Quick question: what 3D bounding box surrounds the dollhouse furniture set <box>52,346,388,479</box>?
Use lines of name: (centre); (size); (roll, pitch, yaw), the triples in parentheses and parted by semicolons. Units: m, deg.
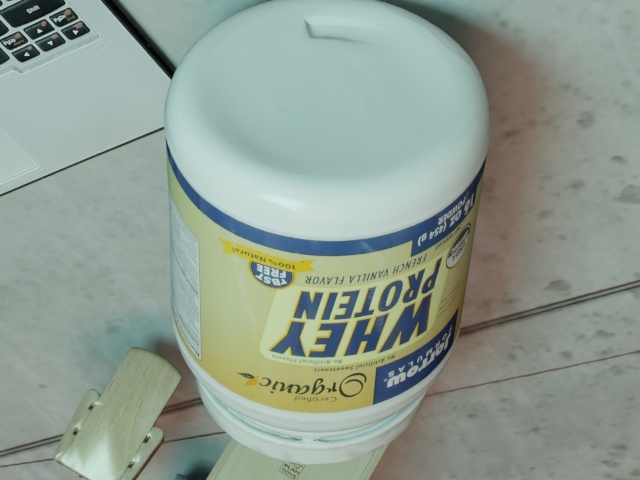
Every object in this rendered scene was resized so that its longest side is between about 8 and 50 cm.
dollhouse furniture set: (-0.073, 0.204, 1.659); (0.286, 0.198, 0.303); (30, 168, 3)

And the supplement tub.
supplement tub: (0.000, 0.000, 1.302); (0.228, 0.228, 0.316); (4, 138, 1)

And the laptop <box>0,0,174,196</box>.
laptop: (-0.364, -0.085, 1.235); (0.382, 0.236, 0.408); (-20, 133, 25)
